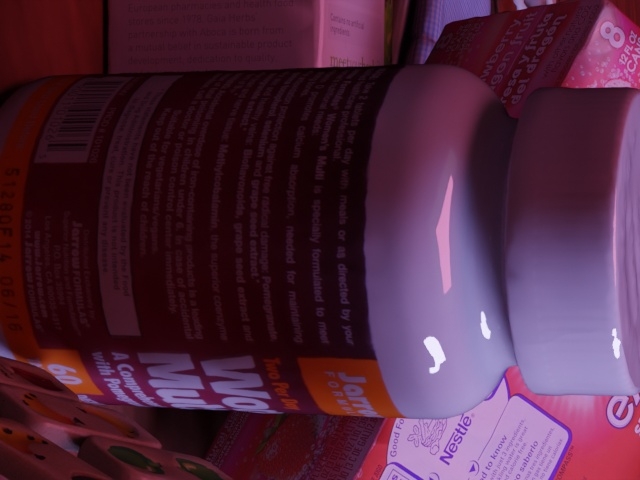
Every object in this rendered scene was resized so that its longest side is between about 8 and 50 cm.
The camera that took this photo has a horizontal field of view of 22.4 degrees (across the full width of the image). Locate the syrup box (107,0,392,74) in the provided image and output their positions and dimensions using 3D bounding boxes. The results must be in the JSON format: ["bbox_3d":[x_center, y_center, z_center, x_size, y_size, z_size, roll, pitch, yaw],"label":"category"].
[{"bbox_3d":[-0.026,-0.154,0.668,0.093,0.096,0.237,-4,95,-71],"label":"syrup box"}]

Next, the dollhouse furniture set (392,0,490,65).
[{"bbox_3d":[0.123,-0.163,0.940,0.303,0.198,0.286,61,35,-55],"label":"dollhouse furniture set"}]

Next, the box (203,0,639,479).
[{"bbox_3d":[0.071,0.039,0.683,0.128,0.122,0.257,36,75,-26],"label":"box"}]

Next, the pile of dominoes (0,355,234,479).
[{"bbox_3d":[-0.037,0.067,0.429,0.040,0.251,0.196,-64,163,4],"label":"pile of dominoes"}]

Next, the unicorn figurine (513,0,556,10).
[{"bbox_3d":[0.161,-0.183,1.254,0.111,0.060,0.162,61,35,-54],"label":"unicorn figurine"}]

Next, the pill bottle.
[{"bbox_3d":[0.000,0.000,0.558,0.121,0.221,0.121,1,90,-70],"label":"pill bottle"}]
